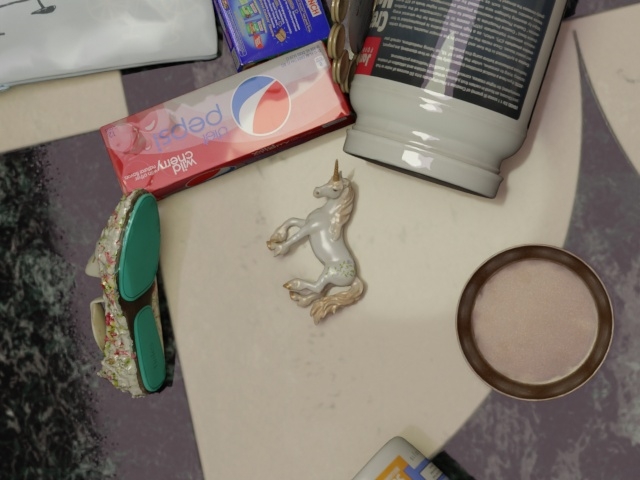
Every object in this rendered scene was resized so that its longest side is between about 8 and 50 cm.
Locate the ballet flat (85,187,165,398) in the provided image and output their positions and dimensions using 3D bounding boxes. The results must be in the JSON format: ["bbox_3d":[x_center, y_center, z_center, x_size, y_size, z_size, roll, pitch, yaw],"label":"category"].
[{"bbox_3d":[-0.216,0.057,1.910,0.077,0.091,0.241,9,110,26],"label":"ballet flat"}]

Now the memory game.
[{"bbox_3d":[0.039,-0.246,1.853,0.012,0.186,0.186,10,90,15],"label":"memory game"}]

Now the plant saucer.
[{"bbox_3d":[0.229,0.087,1.895,0.168,0.029,0.168,0,88,8],"label":"plant saucer"}]

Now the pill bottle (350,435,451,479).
[{"bbox_3d":[0.130,0.346,1.841,0.272,0.152,0.152,42,95,8],"label":"pill bottle"}]

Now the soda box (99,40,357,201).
[{"bbox_3d":[-0.098,-0.126,1.922,0.263,0.083,0.092,-21,86,7],"label":"soda box"}]

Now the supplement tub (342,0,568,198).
[{"bbox_3d":[0.142,-0.197,1.833,0.191,0.191,0.272,18,91,9],"label":"supplement tub"}]

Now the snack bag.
[{"bbox_3d":[-0.278,-0.338,1.932,0.323,0.037,0.342,-9,104,0],"label":"snack bag"}]

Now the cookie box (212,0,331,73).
[{"bbox_3d":[-0.052,-0.242,1.925,0.107,0.040,0.091,-19,85,-10],"label":"cookie box"}]

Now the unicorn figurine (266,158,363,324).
[{"bbox_3d":[0.000,0.000,1.923,0.111,0.060,0.162,-23,101,7],"label":"unicorn figurine"}]
